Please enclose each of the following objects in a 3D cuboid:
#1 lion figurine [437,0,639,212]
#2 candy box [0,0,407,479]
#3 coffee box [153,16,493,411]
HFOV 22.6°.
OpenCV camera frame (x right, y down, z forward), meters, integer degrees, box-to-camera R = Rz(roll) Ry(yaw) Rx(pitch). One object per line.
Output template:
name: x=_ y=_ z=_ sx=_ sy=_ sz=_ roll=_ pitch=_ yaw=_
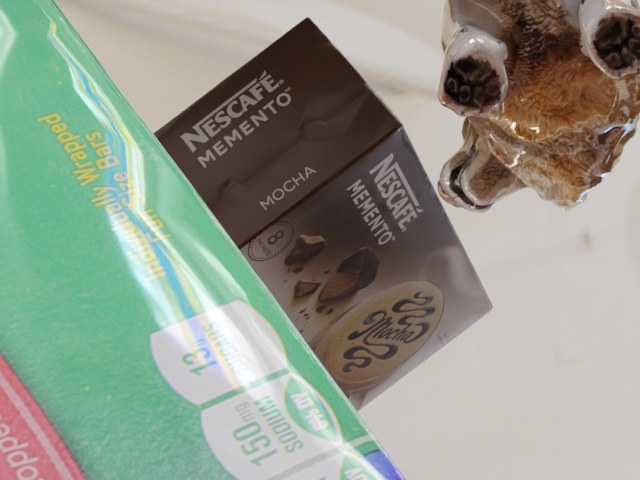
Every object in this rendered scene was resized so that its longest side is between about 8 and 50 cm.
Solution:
lion figurine: x=0.069 y=-0.185 z=0.836 sx=0.142 sy=0.240 sz=0.392 roll=-21 pitch=-77 yaw=10
candy box: x=-0.167 y=0.076 z=0.348 sx=0.317 sy=0.268 sz=0.122 roll=-26 pitch=-33 yaw=-19
coffee box: x=0.000 y=0.000 z=1.156 sx=0.168 sy=0.119 sz=0.297 roll=-36 pitch=-32 yaw=-2
